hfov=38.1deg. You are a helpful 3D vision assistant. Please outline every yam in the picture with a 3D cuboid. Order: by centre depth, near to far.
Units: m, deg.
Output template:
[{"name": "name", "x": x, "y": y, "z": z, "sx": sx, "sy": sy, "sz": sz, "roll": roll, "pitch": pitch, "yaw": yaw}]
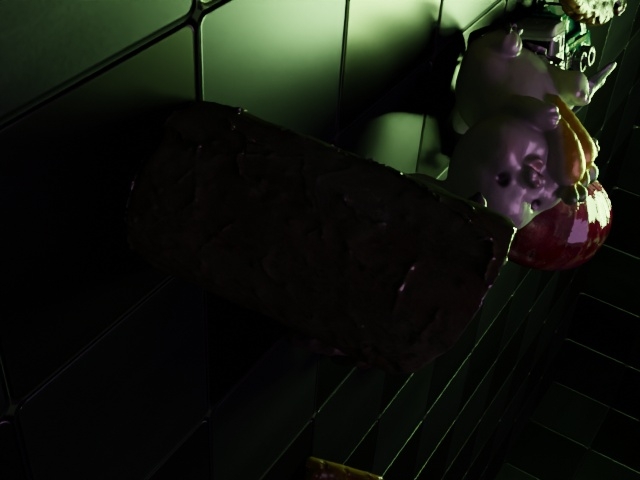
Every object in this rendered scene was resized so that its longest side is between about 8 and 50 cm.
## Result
[{"name": "yam", "x": 0.000, "y": 0.000, "z": 0.797, "sx": 0.168, "sy": 0.304, "sz": 0.168, "roll": -61, "pitch": 166, "yaw": -26}]

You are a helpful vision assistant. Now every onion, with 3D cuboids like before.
[{"name": "onion", "x": 0.441, "y": -0.051, "z": 1.791, "sx": 0.256, "sy": 0.230, "sz": 0.272, "roll": -47, "pitch": 158, "yaw": -37}]

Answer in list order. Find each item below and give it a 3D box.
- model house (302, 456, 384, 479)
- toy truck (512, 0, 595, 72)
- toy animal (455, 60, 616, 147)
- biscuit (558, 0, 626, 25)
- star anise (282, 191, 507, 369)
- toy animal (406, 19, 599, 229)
[{"name": "model house", "x": 0.047, "y": 0.461, "z": 1.485, "sx": 0.219, "sy": 0.199, "sz": 0.229, "roll": -53, "pitch": 161, "yaw": -58}, {"name": "toy truck", "x": 0.379, "y": -0.334, "z": 1.536, "sx": 0.216, "sy": 0.110, "sz": 0.116, "roll": -35, "pitch": 130, "yaw": -50}, {"name": "toy animal", "x": 0.309, "y": -0.156, "z": 1.496, "sx": 0.206, "sy": 0.081, "sz": 0.367, "roll": -25, "pitch": 168, "yaw": -25}, {"name": "biscuit", "x": 0.412, "y": -0.483, "z": 1.427, "sx": 0.334, "sy": 0.081, "sz": 0.289, "roll": 18, "pitch": 84, "yaw": -56}, {"name": "star anise", "x": 0.109, "y": 0.066, "z": 1.183, "sx": 0.332, "sy": 0.117, "sz": 0.331, "roll": -24, "pitch": 146, "yaw": -17}, {"name": "toy animal", "x": 0.245, "y": -0.132, "z": 1.288, "sx": 0.183, "sy": 0.247, "sz": 0.310, "roll": 40, "pitch": 59, "yaw": -49}]
